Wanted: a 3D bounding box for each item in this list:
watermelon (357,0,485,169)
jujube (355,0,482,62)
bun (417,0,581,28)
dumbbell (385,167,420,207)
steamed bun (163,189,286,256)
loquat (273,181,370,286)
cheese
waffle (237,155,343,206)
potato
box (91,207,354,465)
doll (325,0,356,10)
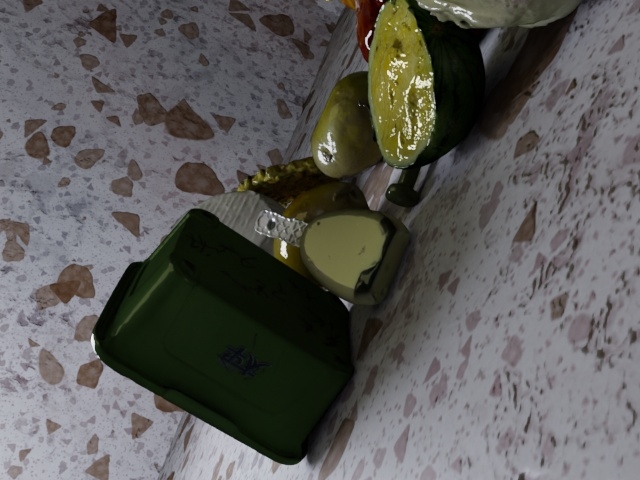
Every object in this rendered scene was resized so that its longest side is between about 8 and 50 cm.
[{"bbox_3d":[0.136,-0.197,0.894,0.232,0.127,0.204,101,155,-53],"label":"watermelon"},{"bbox_3d":[0.158,-0.371,1.014,0.197,0.197,0.290,-91,21,-67],"label":"jujube"},{"bbox_3d":[0.182,-0.303,0.751,0.239,0.239,0.141,-81,-9,-55],"label":"bun"},{"bbox_3d":[0.129,-0.105,0.982,0.052,0.046,0.118,137,155,-76],"label":"dumbbell"},{"bbox_3d":[-0.149,0.073,1.401,0.309,0.309,0.309,-61,11,21],"label":"steamed bun"},{"bbox_3d":[0.006,-0.012,1.092,0.195,0.152,0.152,-48,19,37],"label":"loquat"},{"bbox_3d":[0.000,0.000,0.974,0.251,0.054,0.127,20,83,39],"label":"cheese"},{"bbox_3d":[-0.052,-0.124,1.479,0.245,0.254,0.052,-39,65,64],"label":"waffle"},{"bbox_3d":[0.063,-0.208,1.285,0.154,0.137,0.200,-82,18,-59],"label":"potato"},{"bbox_3d":[-0.111,0.118,0.963,0.178,0.328,0.253,-49,17,17],"label":"box"},{"bbox_3d":[0.138,-0.606,1.589,0.166,0.269,0.162,7,112,42],"label":"doll"}]
